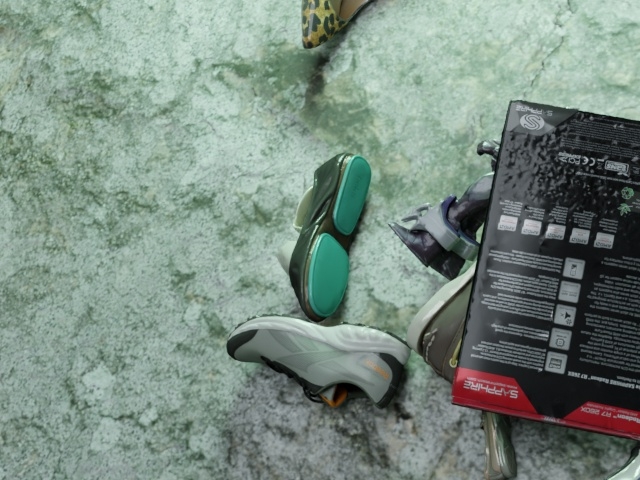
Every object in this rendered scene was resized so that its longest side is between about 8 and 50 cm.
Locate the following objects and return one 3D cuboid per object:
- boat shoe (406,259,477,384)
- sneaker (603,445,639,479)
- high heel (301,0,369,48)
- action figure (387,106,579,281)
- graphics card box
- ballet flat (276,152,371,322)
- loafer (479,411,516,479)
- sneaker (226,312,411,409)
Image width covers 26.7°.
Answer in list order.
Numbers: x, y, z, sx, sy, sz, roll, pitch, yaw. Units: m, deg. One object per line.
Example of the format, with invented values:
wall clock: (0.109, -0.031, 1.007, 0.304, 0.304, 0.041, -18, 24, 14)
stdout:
boat shoe: (0.251, 0.044, 1.712, 0.324, 0.116, 0.097, -47, 55, 2)
sneaker: (0.371, 0.350, 1.462, 0.182, 0.127, 0.315, -11, 51, 28)
high heel: (0.077, -0.400, 2.084, 0.186, 0.093, 0.261, 1, 54, 37)
action figure: (0.231, -0.076, 1.763, 0.285, 0.185, 0.099, -43, 69, 8)
graphics card box: (0.300, 0.034, 1.594, 0.233, 0.094, 0.370, 10, 84, 10)
ballet flat: (0.000, 0.000, 1.901, 0.096, 0.095, 0.280, -10, 47, 36)
loafer: (0.211, 0.235, 1.663, 0.039, 0.045, 0.125, -21, 56, 25)
sneaker: (-0.014, 0.163, 1.800, 0.272, 0.100, 0.108, 4, 70, 31)
